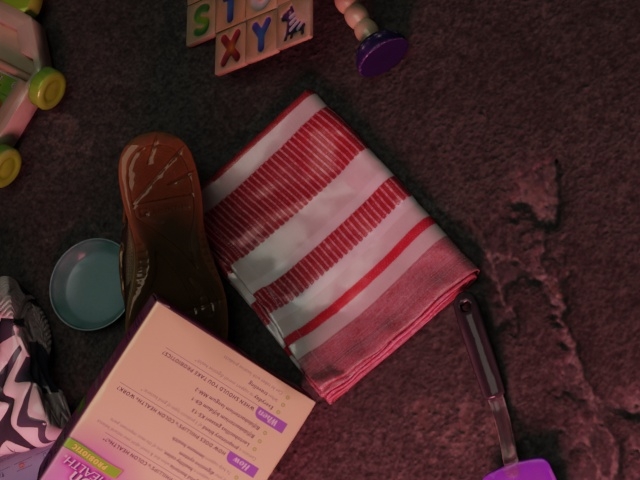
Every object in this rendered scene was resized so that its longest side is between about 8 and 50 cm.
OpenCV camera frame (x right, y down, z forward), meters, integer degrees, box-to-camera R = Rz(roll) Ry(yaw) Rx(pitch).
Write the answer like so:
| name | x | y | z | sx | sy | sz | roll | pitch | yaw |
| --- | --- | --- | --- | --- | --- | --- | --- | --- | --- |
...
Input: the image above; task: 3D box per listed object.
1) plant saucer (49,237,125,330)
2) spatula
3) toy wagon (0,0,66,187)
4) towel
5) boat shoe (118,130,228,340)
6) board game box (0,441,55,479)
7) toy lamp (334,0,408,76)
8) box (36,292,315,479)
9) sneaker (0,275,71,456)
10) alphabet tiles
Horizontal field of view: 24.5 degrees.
| name | x | y | z | sx | sy | sz | roll | pitch | yaw |
| --- | --- | --- | --- | --- | --- | --- | --- | --- | --- |
| plant saucer | -0.283 | 0.057 | 1.849 | 0.119 | 0.021 | 0.119 | -5 | 74 | 17 |
| spatula | 0.199 | 0.196 | 1.640 | 0.084 | 0.030 | 0.296 | -21 | 70 | 15 |
| toy wagon | -0.461 | -0.231 | 1.966 | 0.267 | 0.068 | 0.344 | 28 | 85 | 23 |
| towel | 0.000 | 0.000 | 1.761 | 0.237 | 0.037 | 0.329 | -42 | 66 | 3 |
| boat shoe | -0.186 | 0.041 | 1.774 | 0.123 | 0.123 | 0.341 | -9 | 93 | -10 |
| board game box | -0.390 | 0.339 | 1.803 | 0.281 | 0.027 | 0.145 | -25 | 67 | 11 |
| toy lamp | 0.014 | -0.330 | 1.827 | 0.080 | 0.080 | 0.274 | -35 | 69 | 7 |
| box | -0.164 | 0.219 | 1.662 | 0.214 | 0.117 | 0.243 | 33 | 86 | -9 |
| sneaker | -0.408 | 0.168 | 1.821 | 0.153 | 0.094 | 0.235 | -28 | 67 | 11 |
| alphabet tiles | -0.071 | -0.387 | 1.838 | 0.285 | 0.011 | 0.342 | -15 | 68 | 43 |
